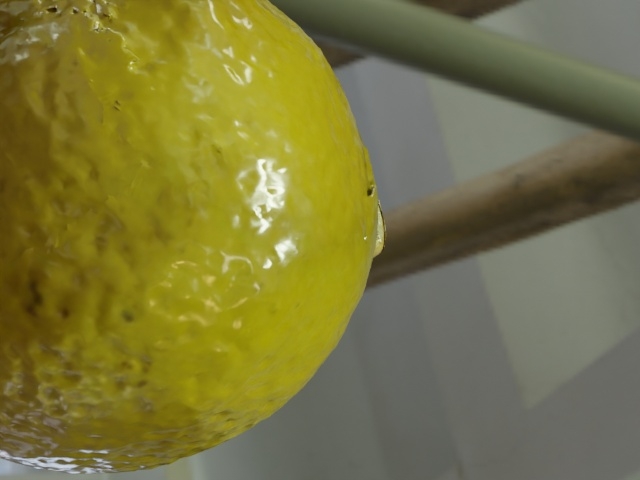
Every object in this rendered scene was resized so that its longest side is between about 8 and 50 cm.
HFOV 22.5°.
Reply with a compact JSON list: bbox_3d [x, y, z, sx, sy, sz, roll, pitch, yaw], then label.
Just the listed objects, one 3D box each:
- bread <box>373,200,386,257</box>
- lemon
[{"bbox_3d":[0.000,0.000,1.286,0.106,0.053,0.072,-24,-129,21],"label":"bread"},{"bbox_3d":[-0.100,-0.010,0.723,0.253,0.228,0.228,-28,-118,34],"label":"lemon"}]
